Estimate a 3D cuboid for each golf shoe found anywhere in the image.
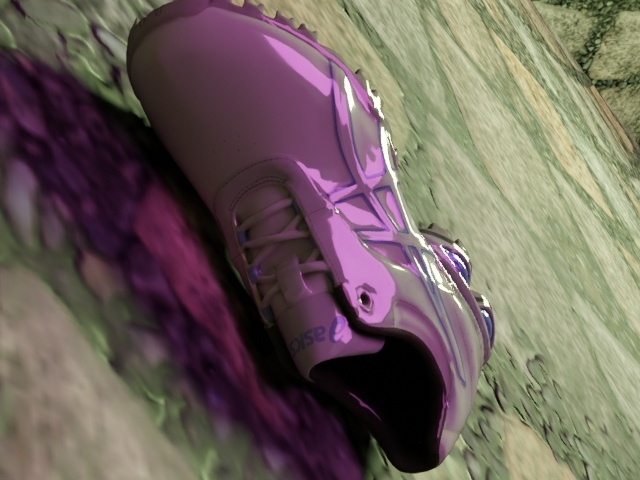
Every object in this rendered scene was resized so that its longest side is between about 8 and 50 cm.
[{"bbox_3d":[0.000,0.000,0.349,0.176,0.069,0.086,49,27,-20],"label":"golf shoe"}]
